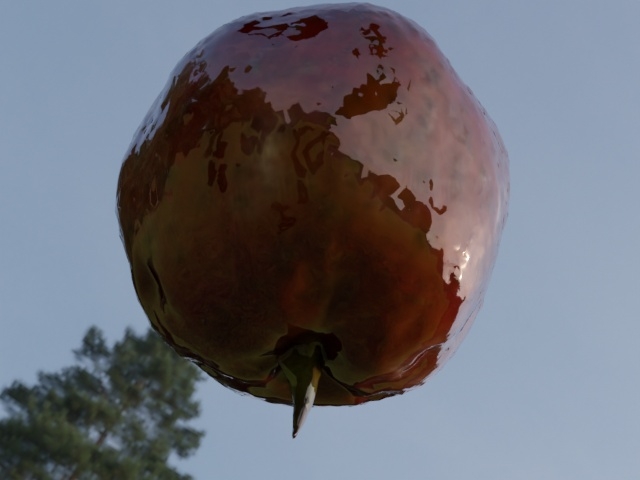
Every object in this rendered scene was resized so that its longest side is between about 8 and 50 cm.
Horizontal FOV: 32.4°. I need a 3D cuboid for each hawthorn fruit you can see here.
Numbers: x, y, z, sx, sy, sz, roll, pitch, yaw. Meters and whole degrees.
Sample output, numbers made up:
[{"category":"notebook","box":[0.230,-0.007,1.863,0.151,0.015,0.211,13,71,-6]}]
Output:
[{"category":"hawthorn fruit","box":[0.000,0.000,0.482,0.179,0.200,0.179,-2,-38,-2]}]
